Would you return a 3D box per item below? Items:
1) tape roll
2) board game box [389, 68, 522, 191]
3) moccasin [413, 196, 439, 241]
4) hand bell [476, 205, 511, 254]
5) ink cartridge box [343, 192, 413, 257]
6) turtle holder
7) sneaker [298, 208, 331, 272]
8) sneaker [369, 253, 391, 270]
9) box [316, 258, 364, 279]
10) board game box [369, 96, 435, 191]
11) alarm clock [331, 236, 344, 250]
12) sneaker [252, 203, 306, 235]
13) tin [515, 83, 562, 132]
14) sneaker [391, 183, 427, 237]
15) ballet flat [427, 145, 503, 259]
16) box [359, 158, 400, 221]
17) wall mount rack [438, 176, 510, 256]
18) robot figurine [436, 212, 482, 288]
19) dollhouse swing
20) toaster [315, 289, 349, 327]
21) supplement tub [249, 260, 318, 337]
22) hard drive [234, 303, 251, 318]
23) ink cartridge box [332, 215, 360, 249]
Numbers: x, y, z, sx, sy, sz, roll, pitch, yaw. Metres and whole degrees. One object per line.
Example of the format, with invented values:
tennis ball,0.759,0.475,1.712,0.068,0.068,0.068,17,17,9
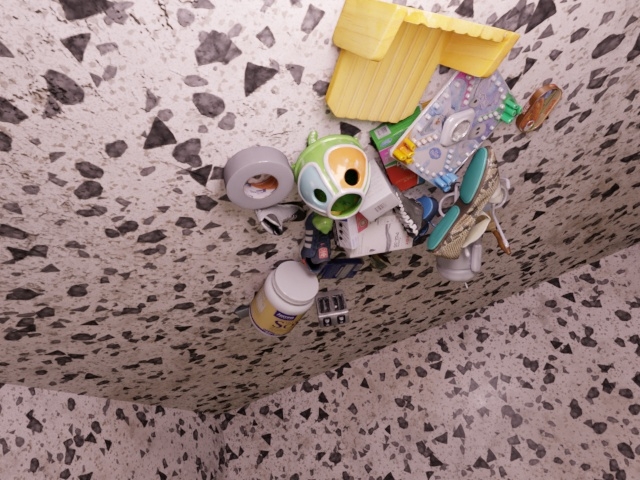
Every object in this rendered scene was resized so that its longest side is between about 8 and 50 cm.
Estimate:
tape roll,-0.197,-0.197,1.326,0.219,0.072,0.219,-14,149,-9
board game box,0.455,-0.358,1.347,0.390,0.050,0.390,16,121,-50
moccasin,0.416,-0.081,1.796,0.116,0.138,0.342,8,153,-18
hand bell,0.834,-0.033,1.972,0.126,0.242,0.126,-14,148,-9
ink cartridge box,0.233,-0.063,1.660,0.282,0.117,0.207,-9,122,-16
turtle holder,0.025,-0.174,1.334,0.243,0.227,0.320,16,133,-44
sneaker,0.000,0.000,1.656,0.131,0.148,0.350,-8,144,-17
sneaker,0.277,0.107,2.047,0.086,0.064,0.192,-36,148,16
box,0.088,0.139,2.022,0.225,0.037,0.136,0,143,-31
board game box,0.327,-0.315,1.437,0.242,0.064,0.316,-26,148,10
alarm clock,0.132,-0.008,1.798,0.129,0.064,0.192,-30,143,16
sneaker,-0.139,-0.067,1.497,0.228,0.132,0.086,9,138,-37
tin,0.774,-0.469,1.475,0.106,0.040,0.190,-4,145,-16
sneaker,0.327,-0.127,1.552,0.106,0.078,0.234,-40,114,-12
ballet flat,0.596,-0.128,1.625,0.182,0.164,0.483,17,118,-9
box,0.182,-0.178,1.466,0.130,0.171,0.091,-31,145,18
wall mount rack,0.688,-0.109,1.783,0.349,0.130,0.304,-11,111,-14
robot figurine,0.645,0.044,1.940,0.199,0.300,0.354,-10,108,-14
dollhouse swing,0.220,-0.411,1.047,0.346,0.315,0.305,-2,124,-26
toaster,0.063,0.360,2.228,0.168,0.186,0.110,-9,145,-3
supplement tub,-0.168,0.268,1.886,0.241,0.241,0.331,2,143,-30
hard drive,-0.361,0.357,2.124,0.135,0.022,0.094,-18,148,-3
ink cartridge box,0.083,-0.074,1.536,0.046,0.097,0.207,-28,118,-35
